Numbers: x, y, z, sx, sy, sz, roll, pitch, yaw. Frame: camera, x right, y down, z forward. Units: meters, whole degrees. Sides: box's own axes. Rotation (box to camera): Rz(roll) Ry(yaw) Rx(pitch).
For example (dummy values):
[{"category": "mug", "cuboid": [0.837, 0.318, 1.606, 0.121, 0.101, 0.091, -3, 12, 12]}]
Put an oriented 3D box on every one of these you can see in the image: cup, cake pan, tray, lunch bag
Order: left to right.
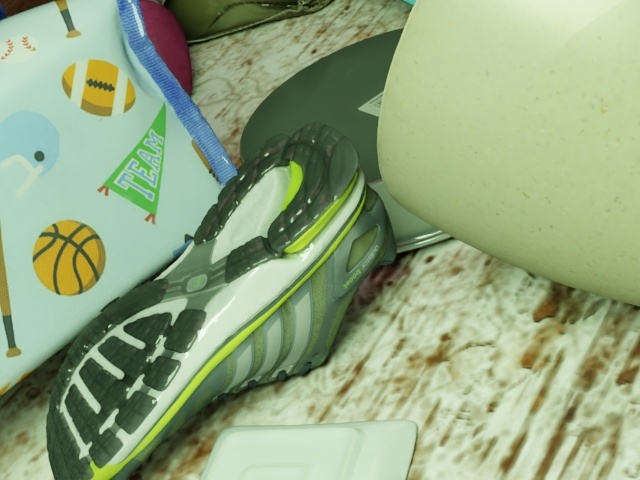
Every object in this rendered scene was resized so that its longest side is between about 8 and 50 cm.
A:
[{"category": "lunch bag", "cuboid": [-0.303, -0.031, 0.950, 0.328, 0.238, 0.385, -36, 19, -25]}, {"category": "tray", "cuboid": [-0.043, 0.197, 0.688, 0.145, 0.030, 0.270, -7, 37, 26]}, {"category": "cake pan", "cuboid": [0.062, -0.094, 0.998, 0.293, 0.054, 0.293, -15, 33, 10]}, {"category": "cup", "cuboid": [0.231, -0.086, 0.697, 0.331, 0.331, 0.237, -40, 63, -22]}]

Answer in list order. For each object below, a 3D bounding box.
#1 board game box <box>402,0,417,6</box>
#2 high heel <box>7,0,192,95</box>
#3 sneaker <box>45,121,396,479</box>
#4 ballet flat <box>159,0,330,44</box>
[{"category": "board game box", "cuboid": [0.071, -0.378, 1.166, 0.079, 0.253, 0.336, -6, 27, -27]}, {"category": "high heel", "cuboid": [-0.322, -0.153, 1.268, 0.377, 0.127, 0.181, -28, 68, 7]}, {"category": "sneaker", "cuboid": [-0.059, 0.068, 0.814, 0.300, 0.121, 0.111, -45, 41, 3]}, {"category": "ballet flat", "cuboid": [-0.101, -0.254, 1.314, 0.250, 0.084, 0.058, -8, 33, 13]}]
